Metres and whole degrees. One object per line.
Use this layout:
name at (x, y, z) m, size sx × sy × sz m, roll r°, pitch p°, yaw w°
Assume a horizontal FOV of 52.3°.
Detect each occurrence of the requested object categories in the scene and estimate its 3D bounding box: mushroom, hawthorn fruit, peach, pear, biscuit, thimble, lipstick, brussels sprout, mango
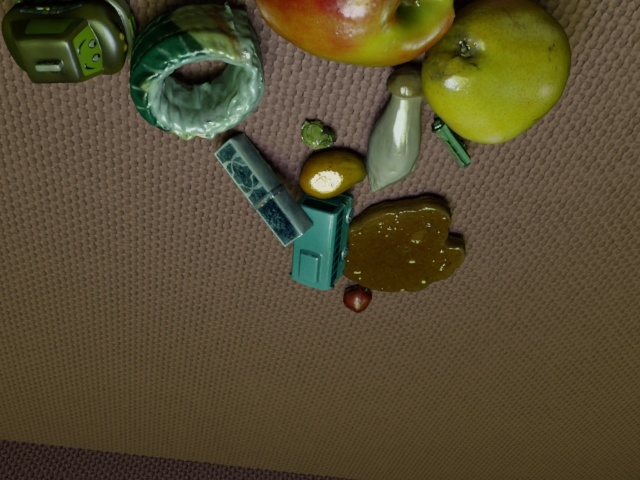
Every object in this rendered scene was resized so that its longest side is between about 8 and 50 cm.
mushroom at (0.176, -0.237, 1.504) m, size 0.129 × 0.128 × 0.350 m, roll 7°, pitch 133°, yaw -5°
hawthorn fruit at (0.114, 0.173, 1.977) m, size 0.093 × 0.093 × 0.093 m, roll 1°, pitch 137°, yaw 1°
peach at (0.034, -0.443, 1.159) m, size 0.306 × 0.380 × 0.242 m, roll -20°, pitch 138°, yaw -15°
pear at (0.332, -0.323, 1.259) m, size 0.285 × 0.336 × 0.284 m, roll 15°, pitch 125°, yaw 23°
biscuit at (0.222, 0.014, 1.804) m, size 0.359 × 0.074 × 0.381 m, roll 26°, pitch 131°, yaw -22°
thimble at (-0.248, -0.349, 1.345) m, size 0.288 × 0.167 × 0.254 m, roll -32°, pitch 139°, yaw 22°
lipstick at (-0.138, -0.125, 1.576) m, size 0.077 × 0.076 × 0.289 m, roll -35°, pitch 94°, yaw 34°
brussels sprout at (-0.004, -0.244, 1.551) m, size 0.085 × 0.058 × 0.085 m, roll -11°, pitch 146°, yaw -7°
mango at (0.026, -0.167, 1.601) m, size 0.165 × 0.089 × 0.115 m, roll -29°, pitch 100°, yaw 16°

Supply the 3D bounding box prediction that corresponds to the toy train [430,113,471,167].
toy train at (0.307, -0.235, 1.534) m, size 0.038 × 0.070 × 0.148 m, roll -26°, pitch 130°, yaw 26°

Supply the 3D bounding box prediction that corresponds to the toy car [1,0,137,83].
toy car at (-0.507, -0.393, 1.302) m, size 0.248 × 0.198 × 0.204 m, roll -1°, pitch 136°, yaw 1°

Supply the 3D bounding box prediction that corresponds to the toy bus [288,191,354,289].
toy bus at (0.000, 0.000, 1.698) m, size 0.129 × 0.147 × 0.255 m, roll 17°, pitch 124°, yaw 18°
